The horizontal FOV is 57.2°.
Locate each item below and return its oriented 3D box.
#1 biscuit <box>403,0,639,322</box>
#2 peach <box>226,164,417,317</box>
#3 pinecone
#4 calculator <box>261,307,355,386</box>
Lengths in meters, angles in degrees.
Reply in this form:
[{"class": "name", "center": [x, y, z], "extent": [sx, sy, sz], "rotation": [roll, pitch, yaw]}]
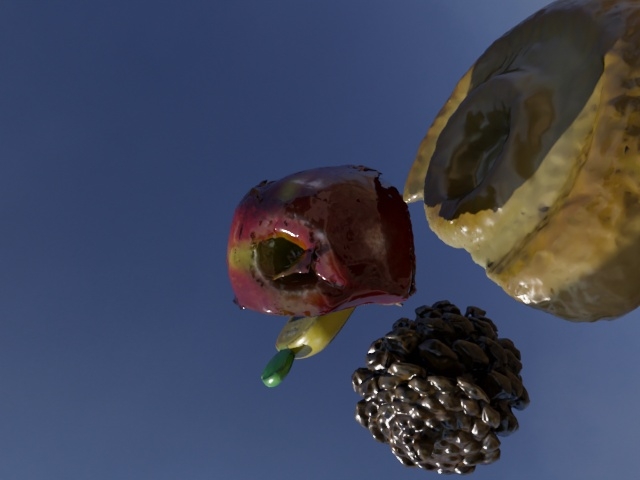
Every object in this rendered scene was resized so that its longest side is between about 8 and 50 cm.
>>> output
[{"class": "biscuit", "center": [0.155, -0.078, 0.424], "extent": [0.091, 0.274, 0.213], "rotation": [24, -81, -16]}, {"class": "peach", "center": [0.001, -0.006, 0.414], "extent": [0.172, 0.127, 0.092], "rotation": [-58, -38, -76]}, {"class": "pinecone", "center": [0.178, 0.210, 0.838], "extent": [0.257, 0.243, 0.243], "rotation": [-8, -96, -53]}, {"class": "calculator", "center": [0.013, 0.055, 0.612], "extent": [0.032, 0.146, 0.235], "rotation": [38, -111, -6]}]
